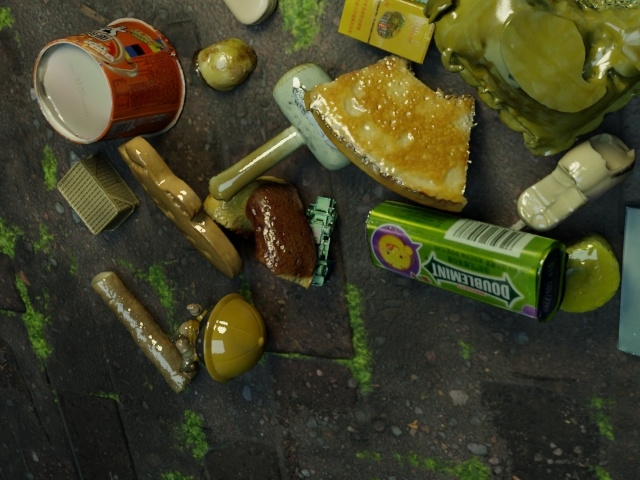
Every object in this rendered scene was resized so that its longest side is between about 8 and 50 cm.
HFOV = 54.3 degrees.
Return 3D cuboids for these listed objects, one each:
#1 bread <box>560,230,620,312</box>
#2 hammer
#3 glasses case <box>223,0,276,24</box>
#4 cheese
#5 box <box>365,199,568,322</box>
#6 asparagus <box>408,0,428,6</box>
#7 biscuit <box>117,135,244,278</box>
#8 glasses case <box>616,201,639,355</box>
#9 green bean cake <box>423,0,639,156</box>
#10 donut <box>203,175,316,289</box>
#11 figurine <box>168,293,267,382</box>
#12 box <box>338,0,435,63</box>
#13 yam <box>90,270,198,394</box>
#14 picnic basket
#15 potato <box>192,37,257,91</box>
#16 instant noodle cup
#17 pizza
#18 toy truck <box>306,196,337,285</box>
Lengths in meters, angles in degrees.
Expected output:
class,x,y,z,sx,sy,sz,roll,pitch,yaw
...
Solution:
class,x,y,z,sx,sy,sz,roll,pitch,yaw
bread,0.432,0.052,1.041,0.129,0.114,0.111,-22,101,30
hammer,-0.075,-0.167,1.143,0.305,0.113,0.202,-37,90,6
glasses case,-0.160,-0.486,1.136,0.083,0.050,0.196,-33,95,30
cheese,0.371,-0.059,1.010,0.082,0.163,0.286,56,139,14
box,0.236,0.028,1.063,0.345,0.097,0.134,18,131,41
asparagus,0.186,-0.389,1.007,0.277,0.060,0.067,-5,119,28
biscuit,-0.287,-0.059,1.284,0.355,0.052,0.275,55,162,-23
glasses case,0.556,0.069,1.035,0.105,0.056,0.266,15,119,46
green bean cake,0.327,-0.291,0.859,0.309,0.202,0.285,37,124,-14
donut,-0.112,-0.046,1.223,0.295,0.112,0.151,39,106,28
figurine,-0.224,0.217,1.397,0.256,0.167,0.193,-11,75,54
box,0.110,-0.356,1.016,0.155,0.023,0.087,25,125,11
yam,-0.436,0.222,1.548,0.081,0.081,0.357,-36,94,32
picnic basket,-0.513,-0.107,1.444,0.115,0.079,0.164,-36,93,32
potato,-0.182,-0.343,1.199,0.103,0.066,0.096,-24,102,29
instant noodle cup,-0.426,-0.309,1.252,0.250,0.192,0.251,10,115,21
pizza,0.138,-0.192,1.053,0.323,0.223,0.089,37,163,4
toy truck,0.000,0.000,1.261,0.067,0.081,0.175,12,97,20
